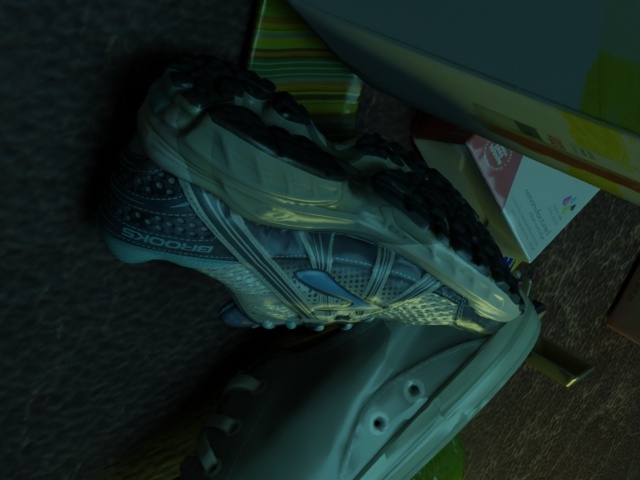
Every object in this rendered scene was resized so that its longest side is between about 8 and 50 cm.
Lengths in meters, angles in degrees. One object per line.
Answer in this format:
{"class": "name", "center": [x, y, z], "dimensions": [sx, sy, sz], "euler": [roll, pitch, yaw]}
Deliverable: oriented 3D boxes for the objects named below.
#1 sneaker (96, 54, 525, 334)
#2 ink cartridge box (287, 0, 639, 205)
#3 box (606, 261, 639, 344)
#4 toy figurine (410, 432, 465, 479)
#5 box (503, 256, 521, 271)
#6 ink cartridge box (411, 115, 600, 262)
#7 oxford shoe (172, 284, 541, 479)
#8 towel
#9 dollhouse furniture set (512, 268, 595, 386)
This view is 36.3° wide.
{"class": "sneaker", "center": [0.000, 0.000, 0.570], "dimensions": [0.283, 0.110, 0.122], "euler": [26, 118, -33]}
{"class": "ink cartridge box", "center": [0.220, -0.149, 0.468], "dimensions": [0.279, 0.384, 0.160], "euler": [-63, 158, 0]}
{"class": "box", "center": [0.492, 0.097, 1.170], "dimensions": [0.126, 0.232, 0.149], "euler": [8, 110, -54]}
{"class": "toy figurine", "center": [0.056, 0.315, 0.819], "dimensions": [0.362, 0.217, 0.191], "euler": [-20, 132, -41]}
{"class": "box", "center": [0.147, -0.017, 0.802], "dimensions": [0.169, 0.059, 0.054], "euler": [-44, 144, -18]}
{"class": "ink cartridge box", "center": [0.175, -0.094, 0.734], "dimensions": [0.198, 0.067, 0.115], "euler": [-44, 120, -19]}
{"class": "oxford shoe", "center": [-0.039, 0.162, 0.660], "dimensions": [0.449, 0.130, 0.169], "euler": [-44, -178, -13]}
{"class": "towel", "center": [0.009, -0.155, 0.551], "dimensions": [0.102, 0.021, 0.237], "euler": [-14, 128, -46]}
{"class": "dollhouse furniture set", "center": [0.220, 0.072, 0.920], "dimensions": [0.091, 0.114, 0.081], "euler": [-19, 127, -39]}
